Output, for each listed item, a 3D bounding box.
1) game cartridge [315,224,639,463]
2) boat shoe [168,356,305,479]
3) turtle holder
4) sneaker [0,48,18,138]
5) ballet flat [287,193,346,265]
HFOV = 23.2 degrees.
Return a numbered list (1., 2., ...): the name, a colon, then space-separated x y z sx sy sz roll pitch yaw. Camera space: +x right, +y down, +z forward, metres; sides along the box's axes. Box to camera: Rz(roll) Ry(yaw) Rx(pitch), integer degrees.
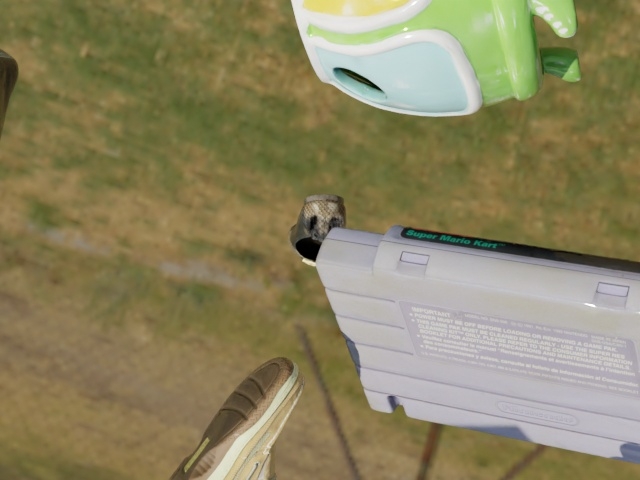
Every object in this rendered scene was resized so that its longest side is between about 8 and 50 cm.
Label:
1. game cartridge: 0.185 0.092 1.333 0.355 0.068 0.230 9 138 26
2. boat shoe: -0.066 0.188 1.371 0.072 0.190 0.068 35 -166 -20
3. turtle holder: 0.088 -0.223 1.315 0.227 0.243 0.320 -13 -177 8
4. sneaker: -0.377 -0.035 1.512 0.125 0.341 0.139 31 -156 5
5. ballet flat: 0.000 0.000 2.111 0.084 0.058 0.250 1 163 -5
